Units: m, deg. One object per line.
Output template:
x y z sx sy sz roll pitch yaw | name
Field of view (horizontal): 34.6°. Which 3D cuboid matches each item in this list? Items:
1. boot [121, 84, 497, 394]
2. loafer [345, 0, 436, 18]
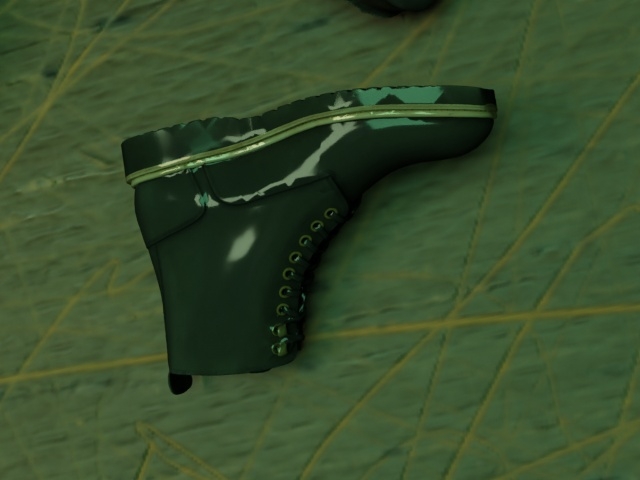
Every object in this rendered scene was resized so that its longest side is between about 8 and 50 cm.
0.000 0.000 0.520 0.197 0.077 0.137 -10 88 26 | boot
-0.025 -0.191 0.541 0.220 0.078 0.080 40 64 3 | loafer
